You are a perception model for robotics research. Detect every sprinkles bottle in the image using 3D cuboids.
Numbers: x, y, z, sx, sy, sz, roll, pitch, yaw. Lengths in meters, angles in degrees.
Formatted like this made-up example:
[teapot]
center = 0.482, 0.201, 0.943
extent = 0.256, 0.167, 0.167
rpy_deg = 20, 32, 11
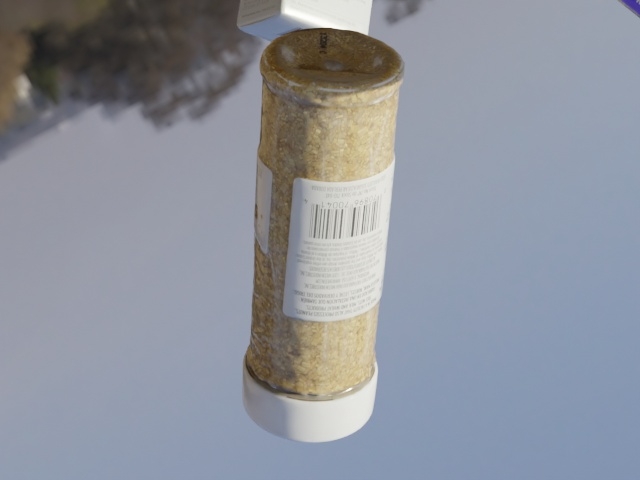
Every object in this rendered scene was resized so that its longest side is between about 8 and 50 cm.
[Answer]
[sprinkles bottle]
center = 0.000, 0.000, 1.651
extent = 0.121, 0.355, 0.121
rpy_deg = 3, -149, -2

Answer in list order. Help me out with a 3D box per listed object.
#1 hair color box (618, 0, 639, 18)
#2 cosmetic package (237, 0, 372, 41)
[hair color box]
center = 0.324, -0.237, 1.478
extent = 0.110, 0.185, 0.339
rpy_deg = -54, 169, 28
[cosmetic package]
center = -0.005, -0.317, 1.990
extent = 0.117, 0.231, 0.085
rpy_deg = 18, 163, -36
